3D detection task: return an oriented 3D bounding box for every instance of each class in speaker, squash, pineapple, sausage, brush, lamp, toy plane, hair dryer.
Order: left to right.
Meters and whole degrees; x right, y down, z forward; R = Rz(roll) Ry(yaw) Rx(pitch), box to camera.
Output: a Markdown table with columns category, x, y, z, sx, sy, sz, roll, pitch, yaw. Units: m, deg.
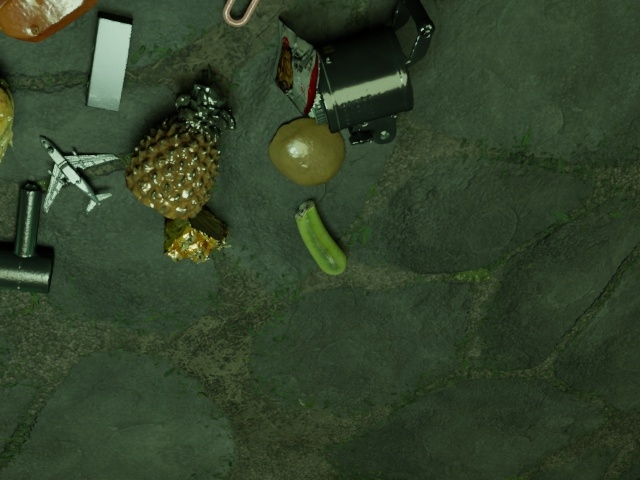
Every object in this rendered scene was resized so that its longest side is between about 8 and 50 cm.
| category | x | y | z | sx | sy | sz | roll | pitch | yaw |
| --- | --- | --- | --- | --- | --- | --- | --- | --- | --- |
| hair dryer | -0.802 | -0.015 | 1.983 | 0.244 | 0.116 | 0.302 | 8 | 112 | -17 |
| sausage | -0.566 | -0.524 | 1.625 | 0.268 | 0.141 | 0.153 | -30 | 126 | 9 |
| toy plane | -0.616 | -0.167 | 1.925 | 0.226 | 0.058 | 0.226 | -38 | 125 | -3 |
| speaker | -0.488 | -0.409 | 1.784 | 0.082 | 0.044 | 0.218 | 8 | 123 | -16 |
| pineapple | -0.309 | -0.238 | 1.863 | 0.223 | 0.223 | 0.357 | 27 | 98 | -27 |
| pineapple | -0.333 | -0.026 | 2.028 | 0.114 | 0.236 | 0.186 | -41 | 84 | 16 |
| brush | -0.147 | -0.581 | 1.729 | 0.103 | 0.047 | 0.233 | 21 | 120 | -24 |
| squash | 0.000 | 0.000 | 2.162 | 0.083 | 0.083 | 0.250 | -26 | 123 | 7 |
| lamp | 0.084 | -0.381 | 1.817 | 0.272 | 0.205 | 0.374 | -4 | 137 | -14 |

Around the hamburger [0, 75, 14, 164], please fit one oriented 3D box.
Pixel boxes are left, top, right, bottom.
| category | x | y | z | sx | sy | sz | roll | pitch | yaw |
| --- | --- | --- | --- | --- | --- | --- | --- | --- | --- |
| hamburger | -0.791 | -0.309 | 1.723 | 0.209 | 0.162 | 0.330 | -35 | 122 | 11 |

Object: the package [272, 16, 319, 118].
| category | x | y | z | sx | sy | sz | roll | pitch | yaw |
| --- | --- | --- | --- | --- | --- | --- | --- | --- | --- |
| package | -0.058 | -0.395 | 1.764 | 0.030 | 0.239 | 0.154 | -8 | 128 | -27 |

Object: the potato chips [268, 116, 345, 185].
| category | x | y | z | sx | sy | sz | roll | pitch | yaw |
| --- | --- | --- | --- | --- | --- | --- | --- | --- | --- |
| potato chips | -0.029 | -0.217 | 2.007 | 0.195 | 0.062 | 0.208 | -20 | 125 | 1 |
